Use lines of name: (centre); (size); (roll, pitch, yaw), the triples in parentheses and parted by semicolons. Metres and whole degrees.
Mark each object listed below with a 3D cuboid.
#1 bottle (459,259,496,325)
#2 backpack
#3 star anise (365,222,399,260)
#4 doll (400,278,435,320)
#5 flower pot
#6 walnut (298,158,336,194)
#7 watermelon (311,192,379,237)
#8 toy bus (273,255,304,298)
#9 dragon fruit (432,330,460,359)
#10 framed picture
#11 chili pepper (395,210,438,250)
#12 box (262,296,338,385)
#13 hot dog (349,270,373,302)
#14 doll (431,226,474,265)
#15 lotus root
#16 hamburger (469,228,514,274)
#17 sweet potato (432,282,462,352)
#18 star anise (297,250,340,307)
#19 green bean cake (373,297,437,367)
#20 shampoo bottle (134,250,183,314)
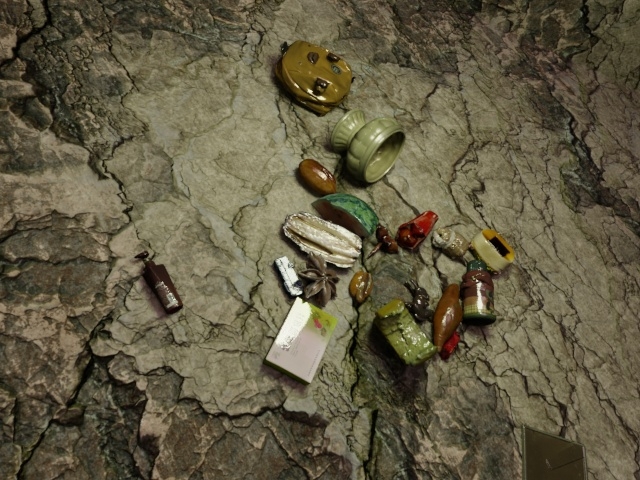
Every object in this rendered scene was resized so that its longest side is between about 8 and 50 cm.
bottle: (0.654, 0.209, 1.866); (0.143, 0.156, 0.271); (11, 65, -9)
backpack: (-0.029, -0.785, 2.119); (0.378, 0.201, 0.353); (25, 53, -10)
star anise: (0.245, 0.016, 1.886); (0.158, 0.144, 0.140); (56, 14, 5)
doll: (0.401, 0.253, 1.811); (0.165, 0.057, 0.139); (33, 55, -12)
flower pot: (0.202, -0.434, 1.975); (0.307, 0.307, 0.244); (-35, 65, -31)
walnut: (-0.008, -0.267, 1.903); (0.207, 0.116, 0.116); (42, 57, 6)
watermelon: (0.106, -0.114, 1.844); (0.176, 0.256, 0.260); (-43, 91, 12)
toy bus: (-0.120, 0.140, 1.682); (0.065, 0.047, 0.166); (-19, 71, -25)
dragon fruit: (0.518, 0.401, 1.768); (0.131, 0.063, 0.097); (-22, 73, -29)
framed picture: (0.891, 0.848, 1.697); (0.289, 0.016, 0.213); (20, 58, -9)
chili pepper: (0.444, -0.072, 1.950); (0.136, 0.144, 0.252); (19, 42, 35)
box: (-0.066, 0.353, 1.579); (0.175, 0.062, 0.260); (29, 58, -3)
hot dog: (0.159, 0.180, 1.756); (0.090, 0.060, 0.140); (30, 61, 2)
doll: (0.593, 0.019, 1.974); (0.221, 0.105, 0.115); (34, 50, 2)
lotus root: (-0.001, 0.000, 1.783); (0.329, 0.078, 0.167); (28, 73, 0)
hamburger: (0.773, 0.049, 2.027); (0.173, 0.116, 0.210); (-28, 71, -38)
sweet potato: (0.513, 0.292, 1.791); (0.112, 0.112, 0.359); (30, 55, -3)
star anise: (-0.009, 0.153, 1.666); (0.212, 0.073, 0.197); (56, 42, -22)
green bean cake: (0.298, 0.337, 1.628); (0.124, 0.233, 0.236); (-35, 78, -3)
shampoo bottle: (-0.548, 0.139, 1.514); (0.068, 0.067, 0.236); (-18, 68, -47)
